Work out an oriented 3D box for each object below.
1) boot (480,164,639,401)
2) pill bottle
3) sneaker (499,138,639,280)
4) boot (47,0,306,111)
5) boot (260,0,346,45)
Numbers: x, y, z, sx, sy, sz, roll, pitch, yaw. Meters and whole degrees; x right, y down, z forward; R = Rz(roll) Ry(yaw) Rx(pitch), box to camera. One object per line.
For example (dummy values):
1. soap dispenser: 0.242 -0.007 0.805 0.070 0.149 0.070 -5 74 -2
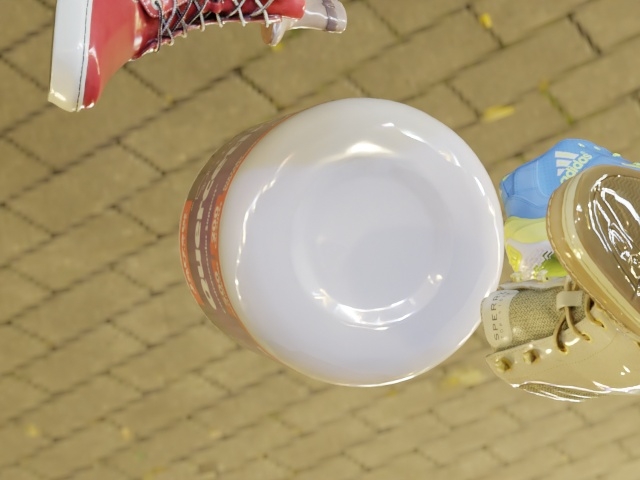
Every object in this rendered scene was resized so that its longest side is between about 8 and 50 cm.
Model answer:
1. boot: 0.146 0.033 0.971 0.165 0.077 0.213 -5 151 45
2. pill bottle: 0.000 0.000 1.246 0.181 0.181 0.323 -9 -178 -11
3. sneaker: 0.249 -0.040 1.404 0.240 0.126 0.091 -9 141 -15
4. boot: -0.101 -0.168 1.317 0.176 0.244 0.088 15 131 -4
5. boot: -0.015 -0.228 1.815 0.087 0.118 0.042 19 137 -22
